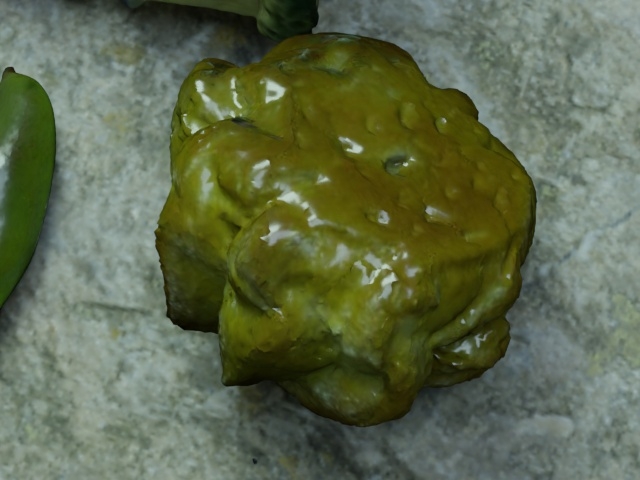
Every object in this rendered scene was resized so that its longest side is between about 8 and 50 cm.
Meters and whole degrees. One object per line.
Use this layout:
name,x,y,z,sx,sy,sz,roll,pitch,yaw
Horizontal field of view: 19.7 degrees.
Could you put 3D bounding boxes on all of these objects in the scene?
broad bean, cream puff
broad bean,-0.223,0.043,1.124,0.075,0.067,0.325,2,72,30
cream puff,0.010,-0.008,1.074,0.244,0.244,0.196,3,117,-2

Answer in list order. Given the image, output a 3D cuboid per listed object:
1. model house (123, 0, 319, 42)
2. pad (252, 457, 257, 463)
model house,-0.105,-0.308,1.135,0.266,0.261,0.321,7,67,3
pad,0.067,0.256,1.066,0.250,0.055,0.323,-17,74,-6
